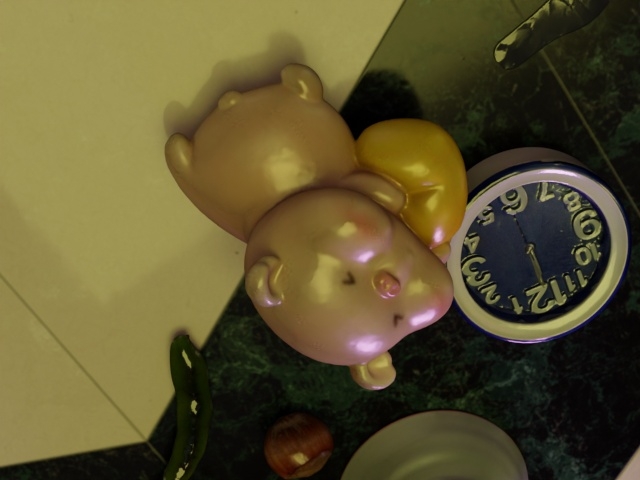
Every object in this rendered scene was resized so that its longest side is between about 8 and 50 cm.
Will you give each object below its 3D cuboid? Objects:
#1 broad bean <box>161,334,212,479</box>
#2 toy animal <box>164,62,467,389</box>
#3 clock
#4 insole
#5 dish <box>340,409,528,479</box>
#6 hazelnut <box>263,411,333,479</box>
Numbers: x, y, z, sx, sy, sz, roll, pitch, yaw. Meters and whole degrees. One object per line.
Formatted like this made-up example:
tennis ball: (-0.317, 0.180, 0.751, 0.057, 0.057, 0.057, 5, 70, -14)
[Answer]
broad bean: (-0.168, 0.220, 1.532, 0.069, 0.039, 0.226, 9, 109, -12)
toy animal: (0.014, -0.012, 1.330, 0.277, 0.247, 0.345, -29, 115, 29)
clock: (0.249, 0.005, 1.487, 0.230, 0.083, 0.230, -4, 113, -9)
insole: (0.266, -0.248, 1.425, 0.153, 0.002, 0.053, -37, 113, 7)
dish: (0.155, 0.353, 1.611, 0.260, 0.085, 0.260, -3, 112, -8)
hazelnut: (-0.030, 0.257, 1.554, 0.086, 0.086, 0.086, -3, 113, -7)
